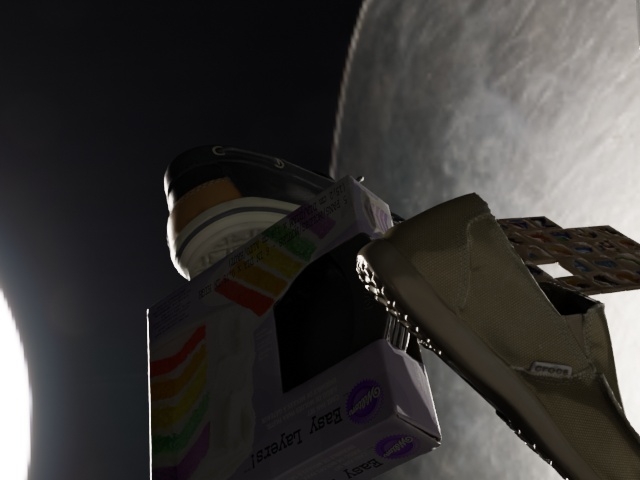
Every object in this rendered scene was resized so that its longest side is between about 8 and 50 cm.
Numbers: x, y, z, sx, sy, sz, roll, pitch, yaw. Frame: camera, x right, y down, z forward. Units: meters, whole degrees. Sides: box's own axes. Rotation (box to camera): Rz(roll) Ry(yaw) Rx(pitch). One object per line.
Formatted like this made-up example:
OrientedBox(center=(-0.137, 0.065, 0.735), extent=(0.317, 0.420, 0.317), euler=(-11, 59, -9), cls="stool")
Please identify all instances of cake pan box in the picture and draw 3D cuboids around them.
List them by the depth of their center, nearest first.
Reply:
OrientedBox(center=(-0.033, 0.105, 0.866), extent=(0.070, 0.266, 0.246), euler=(33, -144, -41), cls="cake pan box")

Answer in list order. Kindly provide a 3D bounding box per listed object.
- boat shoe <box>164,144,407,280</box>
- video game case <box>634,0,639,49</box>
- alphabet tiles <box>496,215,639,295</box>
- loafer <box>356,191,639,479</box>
OrientedBox(center=(0.000, 0.000, 1.264), extent=(0.500, 0.187, 0.156), euler=(18, -143, -51), cls="boat shoe")
OrientedBox(center=(0.423, -0.360, 1.109), extent=(0.025, 0.204, 0.285), euler=(-153, 52, -72), cls="video game case")
OrientedBox(center=(0.307, 0.015, 1.265), extent=(0.198, 0.237, 0.009), euler=(42, 129, 51), cls="alphabet tiles")
OrientedBox(center=(0.141, 0.076, 0.616), extent=(0.268, 0.092, 0.102), euler=(44, 180, -14), cls="loafer")
